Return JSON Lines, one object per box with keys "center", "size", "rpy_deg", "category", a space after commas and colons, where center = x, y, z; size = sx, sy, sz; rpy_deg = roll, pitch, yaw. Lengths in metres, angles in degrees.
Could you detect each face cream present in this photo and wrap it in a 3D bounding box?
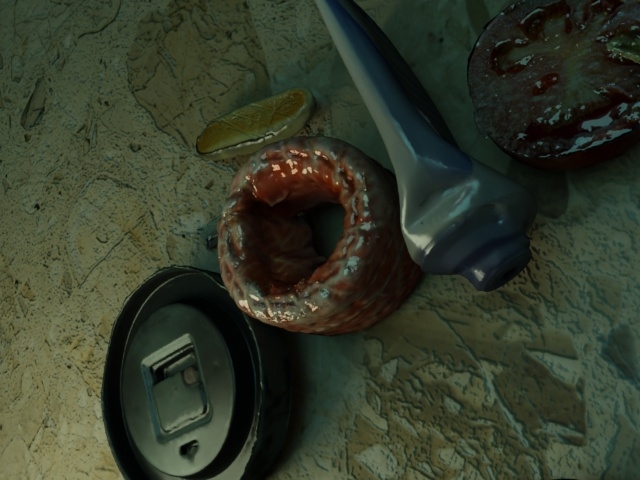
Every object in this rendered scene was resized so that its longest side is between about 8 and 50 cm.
{"center": [0.099, -0.131, 0.827], "size": [0.137, 0.235, 0.420], "rpy_deg": [-36, 63, 19], "category": "face cream"}

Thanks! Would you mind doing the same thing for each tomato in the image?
{"center": [0.273, -0.176, 0.809], "size": [0.225, 0.085, 0.225], "rpy_deg": [-12, 67, 30], "category": "tomato"}

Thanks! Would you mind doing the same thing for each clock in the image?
{"center": [-0.173, 0.195, 0.986], "size": [0.325, 0.067, 0.325], "rpy_deg": [-5, 82, 39], "category": "clock"}

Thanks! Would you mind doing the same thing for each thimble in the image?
{"center": [0.000, 0.000, 0.898], "size": [0.239, 0.162, 0.239], "rpy_deg": [-7, 77, 32], "category": "thimble"}

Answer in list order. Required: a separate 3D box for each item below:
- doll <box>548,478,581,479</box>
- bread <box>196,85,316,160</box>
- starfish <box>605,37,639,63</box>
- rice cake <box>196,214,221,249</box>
{"center": [0.184, 0.328, 0.691], "size": [0.256, 0.161, 0.215], "rpy_deg": [-24, 30, 27], "category": "doll"}
{"center": [-0.090, -0.159, 1.062], "size": [0.214, 0.053, 0.073], "rpy_deg": [-15, 67, 32], "category": "bread"}
{"center": [0.390, -0.197, 0.709], "size": [0.235, 0.062, 0.277], "rpy_deg": [8, 69, 4], "category": "starfish"}
{"center": [-0.094, -0.046, 1.046], "size": [0.207, 0.033, 0.033], "rpy_deg": [-31, 60, 24], "category": "rice cake"}
